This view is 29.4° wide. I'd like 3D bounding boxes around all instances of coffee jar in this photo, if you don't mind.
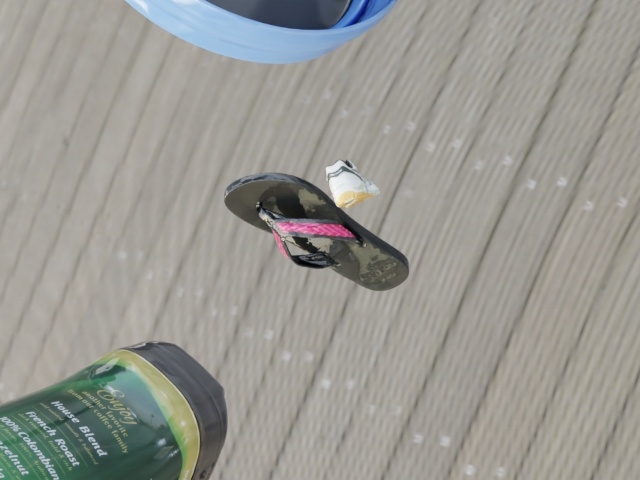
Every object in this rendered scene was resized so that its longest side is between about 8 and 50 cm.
[{"bbox_3d":[-0.127,0.114,0.576,0.079,0.184,0.096,39,125,22],"label":"coffee jar"}]

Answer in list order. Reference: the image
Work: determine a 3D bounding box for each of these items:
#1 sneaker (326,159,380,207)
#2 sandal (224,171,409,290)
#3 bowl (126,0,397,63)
[{"bbox_3d":[0.025,-0.047,0.962,0.032,0.083,0.037,-26,85,8],"label":"sneaker"},{"bbox_3d":[0.000,0.000,1.016,0.067,0.179,0.040,-39,29,41],"label":"sandal"},{"bbox_3d":[-0.089,-0.351,1.244,0.077,0.391,0.391,-42,49,48],"label":"bowl"}]
